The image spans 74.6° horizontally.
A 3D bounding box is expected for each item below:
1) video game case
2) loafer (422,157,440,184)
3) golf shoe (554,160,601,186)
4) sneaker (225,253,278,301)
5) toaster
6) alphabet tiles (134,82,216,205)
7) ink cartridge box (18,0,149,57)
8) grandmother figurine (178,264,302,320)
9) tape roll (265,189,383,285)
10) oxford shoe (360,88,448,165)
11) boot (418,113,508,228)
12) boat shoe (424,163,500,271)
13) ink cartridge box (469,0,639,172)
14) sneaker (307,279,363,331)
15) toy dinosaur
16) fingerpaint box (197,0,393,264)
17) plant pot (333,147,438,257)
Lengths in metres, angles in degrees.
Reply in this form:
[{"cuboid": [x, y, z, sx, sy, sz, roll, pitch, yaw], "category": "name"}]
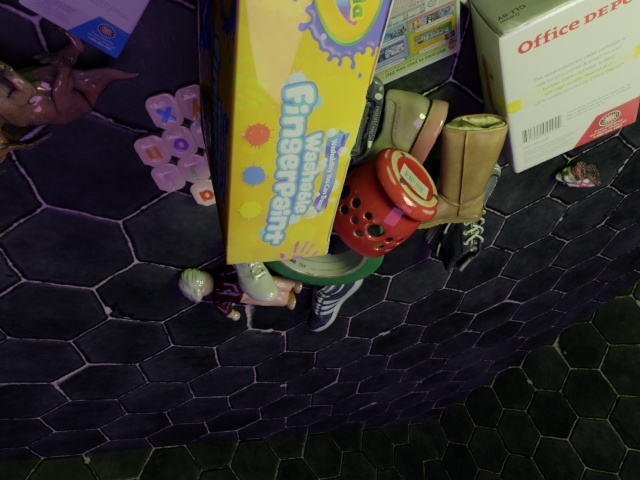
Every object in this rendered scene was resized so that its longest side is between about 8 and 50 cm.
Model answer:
[{"cuboid": [0.164, -0.411, 0.800, 0.212, 0.023, 0.193, -24, 141, 1], "category": "video game case"}, {"cuboid": [0.277, -0.123, 1.136, 0.078, 0.076, 0.223, -4, 135, -7], "category": "loafer"}, {"cuboid": [0.803, -0.201, 1.308, 0.186, 0.068, 0.086, 6, 165, -36], "category": "golf shoe"}, {"cuboid": [-0.173, 0.056, 1.034, 0.080, 0.212, 0.094, -21, 145, -34], "category": "sneaker"}, {"cuboid": [0.033, -0.251, 0.825, 0.129, 0.146, 0.227, -8, 138, -15], "category": "toaster"}, {"cuboid": [-0.222, -0.197, 0.871, 0.284, 0.021, 0.278, -19, 138, -3], "category": "alphabet tiles"}, {"cuboid": [-0.291, -0.393, 0.571, 0.134, 0.078, 0.231, 23, 124, -41], "category": "ink cartridge box"}, {"cuboid": [-0.232, 0.138, 1.198, 0.342, 0.104, 0.208, 10, 104, -29], "category": "grandmother figurine"}, {"cuboid": [0.000, 0.000, 1.066, 0.321, 0.077, 0.321, 4, 143, 3], "category": "tape roll"}, {"cuboid": [0.149, -0.185, 1.001, 0.146, 0.141, 0.397, 23, 137, -1], "category": "oxford shoe"}, {"cuboid": [0.286, -0.155, 0.977, 0.236, 0.089, 0.270, -7, 138, 3], "category": "boot"}, {"cuboid": [0.440, -0.056, 1.222, 0.127, 0.158, 0.341, -2, 137, -23], "category": "boat shoe"}, {"cuboid": [0.493, -0.365, 0.873, 0.279, 0.160, 0.385, -23, 142, 14], "category": "ink cartridge box"}, {"cuboid": [0.002, 0.180, 1.339, 0.153, 0.099, 0.282, 13, 123, -41], "category": "sneaker"}, {"cuboid": [-0.444, -0.223, 0.672, 0.295, 0.127, 0.200, -20, 150, -21], "category": "toy dinosaur"}, {"cuboid": [-0.076, -0.254, 0.581, 0.163, 0.371, 0.445, -4, 136, -20], "category": "fingerpaint box"}, {"cuboid": [0.134, -0.084, 0.873, 0.191, 0.191, 0.174, 17, 141, -37], "category": "plant pot"}]
